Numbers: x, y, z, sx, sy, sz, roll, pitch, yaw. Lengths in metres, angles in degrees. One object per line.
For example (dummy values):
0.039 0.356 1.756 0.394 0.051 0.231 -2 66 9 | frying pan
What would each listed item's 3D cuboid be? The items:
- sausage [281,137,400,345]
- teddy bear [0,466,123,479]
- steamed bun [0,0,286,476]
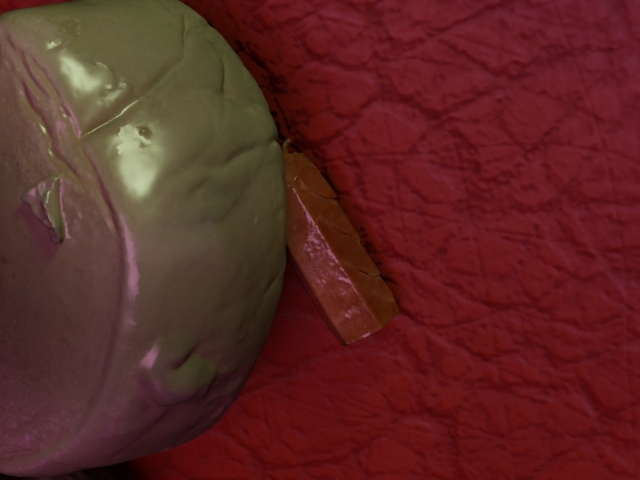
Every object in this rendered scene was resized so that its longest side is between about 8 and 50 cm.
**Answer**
0.000 0.000 1.324 0.065 0.065 0.169 -26 101 22 | sausage
-0.289 0.212 1.391 0.267 0.236 0.151 13 88 -8 | teddy bear
-0.147 0.015 1.253 0.236 0.247 0.384 27 115 30 | steamed bun
